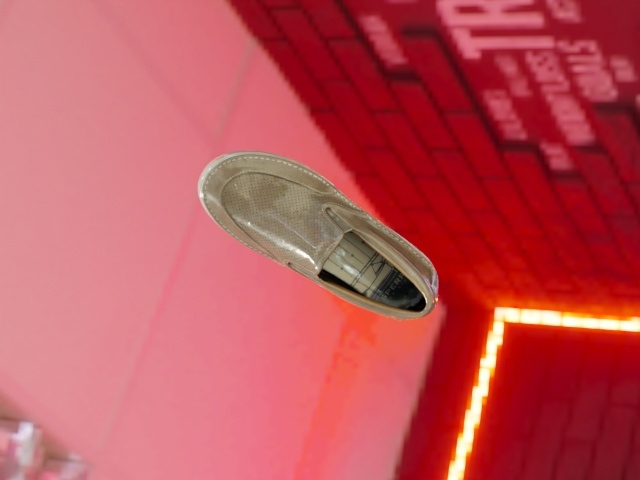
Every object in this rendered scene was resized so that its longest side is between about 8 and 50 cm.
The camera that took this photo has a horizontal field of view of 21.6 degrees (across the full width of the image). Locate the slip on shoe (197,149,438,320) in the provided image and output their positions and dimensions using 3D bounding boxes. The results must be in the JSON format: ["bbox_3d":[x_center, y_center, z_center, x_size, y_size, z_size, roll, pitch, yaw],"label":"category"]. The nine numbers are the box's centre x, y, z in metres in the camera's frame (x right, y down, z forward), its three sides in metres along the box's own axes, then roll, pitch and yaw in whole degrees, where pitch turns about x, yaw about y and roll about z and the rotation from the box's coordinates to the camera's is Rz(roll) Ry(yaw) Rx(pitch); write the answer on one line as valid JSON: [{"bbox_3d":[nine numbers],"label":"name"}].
[{"bbox_3d":[0.000,0.000,0.844,0.051,0.135,0.041,-54,10,12],"label":"slip on shoe"}]
